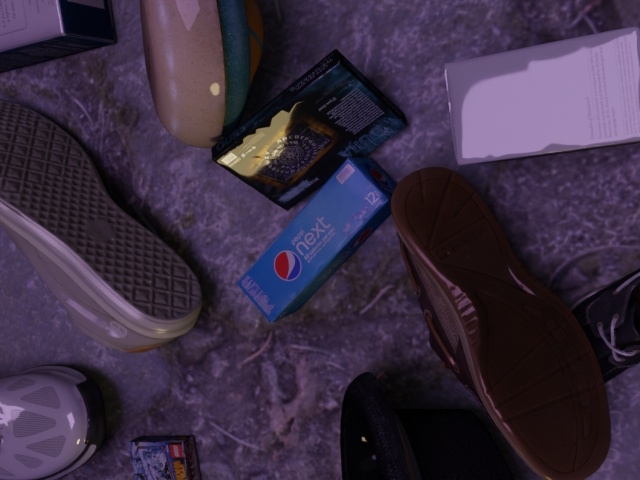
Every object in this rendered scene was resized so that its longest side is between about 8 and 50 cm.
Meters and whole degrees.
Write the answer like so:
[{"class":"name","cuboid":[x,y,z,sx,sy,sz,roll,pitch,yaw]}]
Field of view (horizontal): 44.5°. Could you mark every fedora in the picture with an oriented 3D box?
[{"class":"fedora","cuboid":[0.124,0.299,0.829,0.153,0.334,0.333,-6,95,-10]}]

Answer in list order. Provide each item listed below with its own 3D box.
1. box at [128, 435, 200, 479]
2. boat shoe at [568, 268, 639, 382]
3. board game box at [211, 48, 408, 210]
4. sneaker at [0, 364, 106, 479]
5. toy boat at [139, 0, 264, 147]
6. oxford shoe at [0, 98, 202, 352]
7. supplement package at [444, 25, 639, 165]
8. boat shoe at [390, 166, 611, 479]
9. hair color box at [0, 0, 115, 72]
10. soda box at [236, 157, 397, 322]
[{"class":"box","cuboid":[-0.208,0.337,1.072,0.094,0.027,0.136,-7,94,26]},{"class":"boat shoe","cuboid":[0.303,0.083,0.782,0.233,0.079,0.084,-43,80,26]},{"class":"board game box","cuboid":[-0.013,-0.117,0.879,0.186,0.126,0.026,-33,44,24]},{"class":"sneaker","cuboid":[-0.529,0.277,1.072,0.448,0.257,0.169,-12,82,25]},{"class":"toy boat","cuboid":[-0.132,-0.277,0.874,0.148,0.267,0.318,-11,77,-14]},{"class":"oxford shoe","cuboid":[-0.337,-0.017,1.022,0.449,0.169,0.130,44,133,13]},{"class":"supplement package","cuboid":[0.226,-0.137,0.772,0.180,0.105,0.105,-6,95,24]},{"class":"boat shoe","cuboid":[0.173,0.089,0.817,0.123,0.123,0.341,-28,76,-13]},{"class":"hair color box","cuboid":[-0.455,-0.321,1.053,0.348,0.105,0.173,-6,94,24]},{"class":"soda box","cuboid":[0.000,0.000,0.909,0.067,0.071,0.210,49,113,12]}]
